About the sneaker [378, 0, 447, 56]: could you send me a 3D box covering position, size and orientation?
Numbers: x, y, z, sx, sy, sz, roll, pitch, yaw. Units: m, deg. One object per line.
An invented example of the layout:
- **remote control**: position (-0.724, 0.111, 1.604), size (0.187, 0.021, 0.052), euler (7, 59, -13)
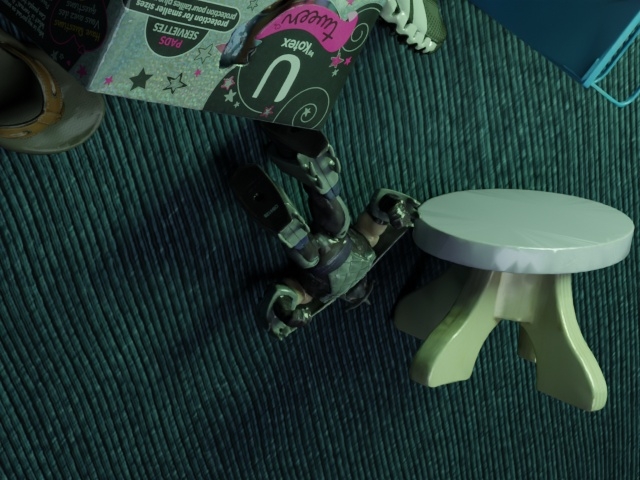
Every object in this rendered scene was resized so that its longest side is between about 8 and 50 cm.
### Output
- **sneaker**: position (0.065, -0.238, 1.647), size (0.106, 0.078, 0.234), euler (-47, 143, 4)

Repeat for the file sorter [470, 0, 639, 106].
- **file sorter**: position (0.232, -0.216, 1.765), size (0.118, 0.170, 0.104), euler (-53, 147, 8)

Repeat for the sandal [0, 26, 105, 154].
- **sandal**: position (-0.233, -0.118, 1.467), size (0.090, 0.060, 0.219), euler (-47, 145, 0)

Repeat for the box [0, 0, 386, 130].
- **box**: position (-0.097, -0.186, 1.452), size (0.247, 0.163, 0.142), euler (5, 119, -48)

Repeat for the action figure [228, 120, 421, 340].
- **action figure**: position (0.000, 0.000, 1.796), size (0.185, 0.099, 0.285), euler (-51, 150, -11)

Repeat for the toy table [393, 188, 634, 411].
- **toy table**: position (0.191, 0.052, 1.938), size (0.274, 0.252, 0.161), euler (-2, 110, -38)
